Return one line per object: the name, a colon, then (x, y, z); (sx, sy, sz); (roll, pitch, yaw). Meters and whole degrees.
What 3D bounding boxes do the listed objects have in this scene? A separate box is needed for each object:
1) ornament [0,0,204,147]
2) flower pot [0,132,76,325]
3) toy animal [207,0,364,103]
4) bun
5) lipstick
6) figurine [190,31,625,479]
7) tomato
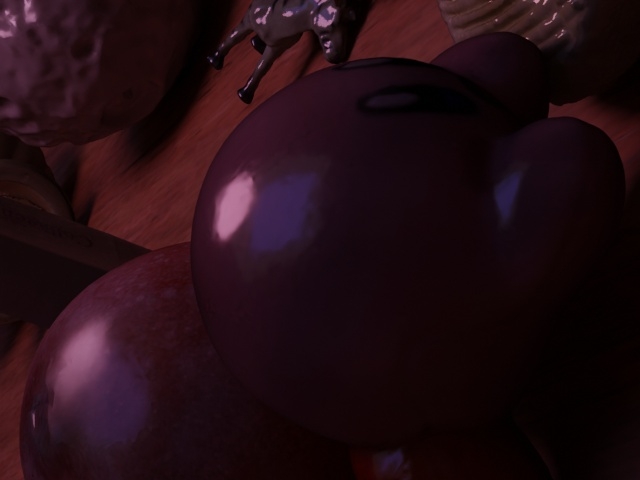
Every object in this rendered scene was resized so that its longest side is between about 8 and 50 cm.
ornament: (-0.292, -0.267, 1.962); (0.337, 0.337, 0.337); (-51, 28, 40)
flower pot: (-0.461, -0.018, 2.218); (0.244, 0.307, 0.307); (21, 91, 56)
toy animal: (-0.028, -0.222, 1.620); (0.176, 0.073, 0.217); (-39, 27, 28)
bun: (0.148, -0.196, 1.065); (0.220, 0.134, 0.220); (164, 90, -70)
lipstick: (-0.252, 0.021, 1.523); (0.079, 0.371, 0.076); (-61, 23, 21)
figurine: (0.031, 0.022, 0.973); (0.269, 0.211, 0.261); (-110, 25, -58)
tomato: (-0.093, 0.133, 1.211); (0.270, 0.227, 0.270); (-5, 84, 57)
